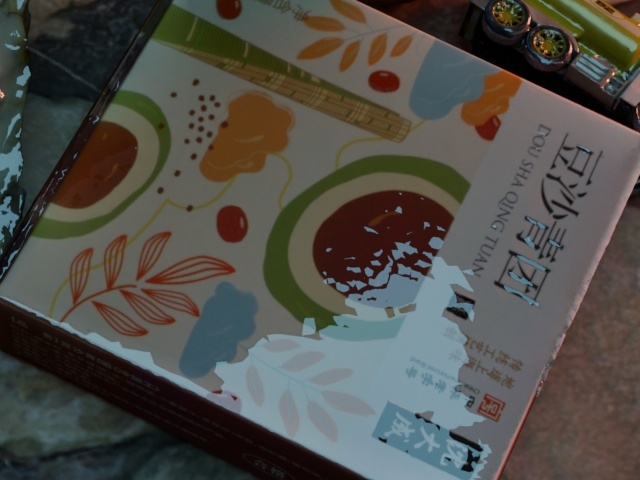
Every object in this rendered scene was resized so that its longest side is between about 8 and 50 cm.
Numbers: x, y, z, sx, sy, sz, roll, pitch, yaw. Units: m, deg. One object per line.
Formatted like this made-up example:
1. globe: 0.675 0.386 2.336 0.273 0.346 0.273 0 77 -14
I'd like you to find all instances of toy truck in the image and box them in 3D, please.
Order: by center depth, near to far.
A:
1. toy truck: 0.213 -0.144 1.488 0.227 0.098 0.114 36 61 11

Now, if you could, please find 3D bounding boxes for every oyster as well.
1. oyster: -0.278 -0.066 1.378 0.110 0.166 0.341 23 60 -35

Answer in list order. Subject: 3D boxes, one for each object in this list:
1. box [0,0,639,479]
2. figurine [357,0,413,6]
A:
1. box: 0.000 0.000 1.385 0.385 0.122 0.344 26 66 5
2. figurine: 0.068 -0.273 1.442 0.192 0.257 0.167 -12 66 -5
